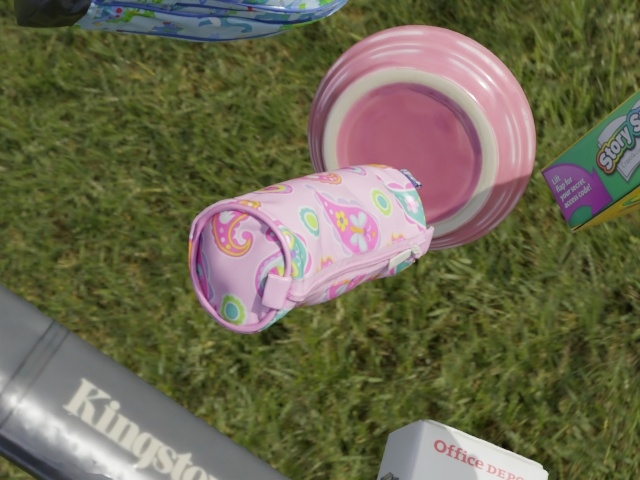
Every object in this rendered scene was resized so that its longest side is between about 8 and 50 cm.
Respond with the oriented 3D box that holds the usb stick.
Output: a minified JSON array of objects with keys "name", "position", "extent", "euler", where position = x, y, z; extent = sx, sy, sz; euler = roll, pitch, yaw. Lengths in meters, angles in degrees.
[{"name":"usb stick","position":[-0.097,0.102,0.529],"extent":[0.278,0.077,0.045],"euler":[36,129,-8]}]

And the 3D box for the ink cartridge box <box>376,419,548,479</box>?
[{"name":"ink cartridge box","position":[0.126,0.307,1.072],"extent":[0.154,0.093,0.212],"euler":[24,64,-14]}]

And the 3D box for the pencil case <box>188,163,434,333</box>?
[{"name":"pencil case","position":[0.000,0.000,1.009],"extent":[0.124,0.284,0.124],"euler":[6,102,31]}]

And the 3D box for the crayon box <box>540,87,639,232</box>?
[{"name":"crayon box","position":[0.493,-0.158,1.285],"extent":[0.313,0.363,0.106],"euler":[-18,75,-29]}]

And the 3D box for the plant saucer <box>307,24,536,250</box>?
[{"name":"plant saucer","position":[0.132,-0.131,1.512],"extent":[0.332,0.084,0.332],"euler":[8,115,17]}]

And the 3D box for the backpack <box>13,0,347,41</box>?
[{"name":"backpack","position":[-0.119,-0.345,1.165],"extent":[0.273,0.355,0.290],"euler":[-1,82,49]}]
